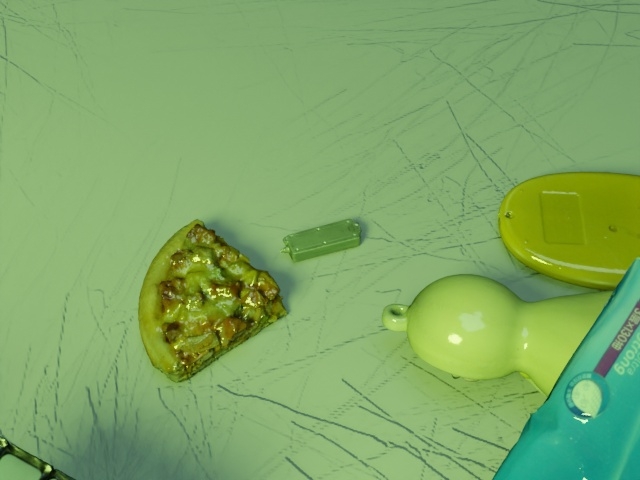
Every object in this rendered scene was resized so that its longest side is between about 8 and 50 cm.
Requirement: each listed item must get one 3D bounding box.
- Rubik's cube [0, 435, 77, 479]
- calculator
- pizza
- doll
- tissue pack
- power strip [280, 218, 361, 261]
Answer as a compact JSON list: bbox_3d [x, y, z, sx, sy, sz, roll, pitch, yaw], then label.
[{"bbox_3d":[-0.210,0.241,0.607,0.154,0.151,0.155,25,54,15],"label":"Rubik's cube"},{"bbox_3d":[0.294,-0.011,0.919,0.234,0.032,0.146,3,51,1],"label":"calculator"},{"bbox_3d":[-0.098,0.045,0.842,0.134,0.046,0.175,-4,50,-6],"label":"pizza"},{"bbox_3d":[0.199,0.092,0.786,0.296,0.117,0.141,5,32,14],"label":"doll"},{"bbox_3d":[0.223,0.174,0.618,0.198,0.146,0.263,34,90,22],"label":"tissue pack"},{"bbox_3d":[0.000,0.000,0.903,0.083,0.017,0.027,-15,52,-15],"label":"power strip"}]
